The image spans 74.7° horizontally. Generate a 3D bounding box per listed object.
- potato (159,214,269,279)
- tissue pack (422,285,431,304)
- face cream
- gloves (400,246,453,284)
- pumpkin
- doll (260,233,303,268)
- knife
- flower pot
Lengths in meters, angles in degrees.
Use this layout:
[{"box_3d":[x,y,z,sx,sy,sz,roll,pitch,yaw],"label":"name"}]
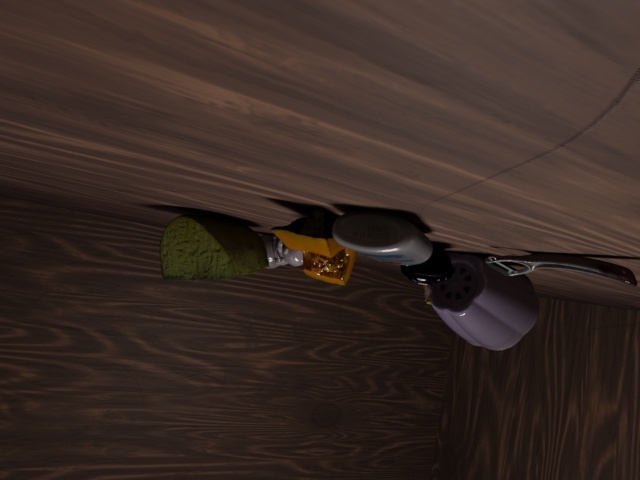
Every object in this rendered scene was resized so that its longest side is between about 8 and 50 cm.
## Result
[{"box_3d":[-0.326,0.005,1.401,0.330,0.213,0.280,-4,-173,30],"label":"potato"},{"box_3d":[0.576,0.205,1.714,0.270,0.134,0.192,14,153,-34],"label":"tissue pack"},{"box_3d":[0.152,0.007,0.889,0.163,0.080,0.336,7,174,24],"label":"face cream"},{"box_3d":[0.282,0.061,1.135,0.164,0.124,0.203,28,175,23],"label":"gloves"},{"box_3d":[0.000,-0.005,0.937,0.131,0.126,0.248,17,159,21],"label":"pumpkin"},{"box_3d":[-0.152,0.046,1.670,0.151,0.151,0.287,15,170,-43],"label":"doll"},{"box_3d":[0.494,0.053,0.874,0.123,0.053,0.278,19,171,-33],"label":"knife"},{"box_3d":[0.446,0.161,1.196,0.243,0.265,0.265,27,165,-40],"label":"flower pot"}]
